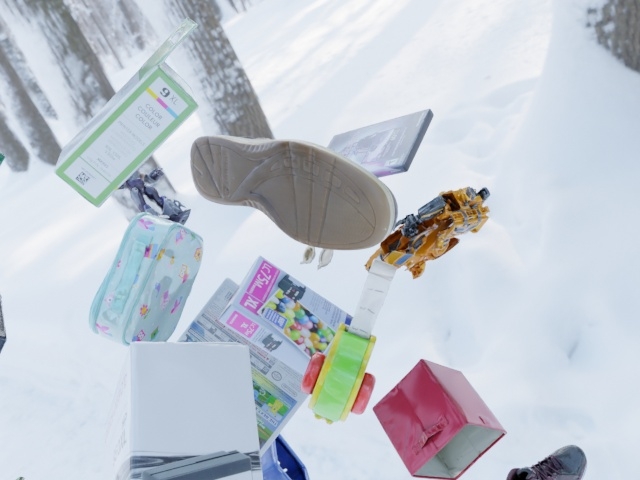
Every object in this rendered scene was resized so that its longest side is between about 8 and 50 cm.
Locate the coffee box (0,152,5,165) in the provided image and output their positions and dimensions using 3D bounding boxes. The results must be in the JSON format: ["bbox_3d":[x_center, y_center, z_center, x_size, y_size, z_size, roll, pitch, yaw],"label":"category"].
[{"bbox_3d":[-0.662,-0.090,1.224,0.184,0.040,0.113,-64,25,-8],"label":"coffee box"}]

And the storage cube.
[{"bbox_3d":[0.272,0.415,1.490,0.183,0.215,0.193,-50,44,16],"label":"storage cube"}]

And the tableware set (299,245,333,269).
[{"bbox_3d":[0.000,0.000,1.734,0.141,0.020,0.168,-10,62,55],"label":"tableware set"}]

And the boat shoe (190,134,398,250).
[{"bbox_3d":[-0.025,-0.078,0.840,0.342,0.123,0.123,16,22,40],"label":"boat shoe"}]

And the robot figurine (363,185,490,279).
[{"bbox_3d":[0.224,-0.009,1.309,0.211,0.085,0.291,-13,-22,-37],"label":"robot figurine"}]

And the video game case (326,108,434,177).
[{"bbox_3d":[0.106,-0.199,1.450,0.274,0.026,0.196,-8,41,39],"label":"video game case"}]

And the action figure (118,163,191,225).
[{"bbox_3d":[-0.479,-0.133,1.729,0.185,0.285,0.099,-31,-20,-41],"label":"action figure"}]

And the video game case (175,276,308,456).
[{"bbox_3d":[-0.184,0.303,1.539,0.300,0.329,0.036,-52,0,0],"label":"video game case"}]

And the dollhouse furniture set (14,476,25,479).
[{"bbox_3d":[-0.583,0.468,1.146,0.076,0.058,0.152,-52,17,-9],"label":"dollhouse furniture set"}]

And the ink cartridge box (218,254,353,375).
[{"bbox_3d":[-0.030,0.174,1.271,0.065,0.311,0.185,-50,9,30],"label":"ink cartridge box"}]

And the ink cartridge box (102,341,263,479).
[{"bbox_3d":[-0.186,0.366,0.830,0.285,0.166,0.394,122,146,-45],"label":"ink cartridge box"}]

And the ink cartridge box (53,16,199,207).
[{"bbox_3d":[-0.190,-0.141,0.697,0.209,0.062,0.109,-45,26,5],"label":"ink cartridge box"}]

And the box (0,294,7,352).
[{"bbox_3d":[-0.530,0.152,0.924,0.158,0.093,0.156,-61,38,13],"label":"box"}]

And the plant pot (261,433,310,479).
[{"bbox_3d":[-0.171,0.763,2.023,0.212,0.236,0.236,-33,19,2],"label":"plant pot"}]

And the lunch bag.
[{"bbox_3d":[-0.355,0.081,1.332,0.108,0.224,0.279,18,82,17],"label":"lunch bag"}]

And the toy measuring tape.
[{"bbox_3d":[0.042,0.180,0.978,0.122,0.330,0.121,11,39,-9],"label":"toy measuring tape"}]

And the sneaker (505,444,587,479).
[{"bbox_3d":[0.599,0.630,1.730,0.281,0.162,0.106,-39,39,-12],"label":"sneaker"}]
